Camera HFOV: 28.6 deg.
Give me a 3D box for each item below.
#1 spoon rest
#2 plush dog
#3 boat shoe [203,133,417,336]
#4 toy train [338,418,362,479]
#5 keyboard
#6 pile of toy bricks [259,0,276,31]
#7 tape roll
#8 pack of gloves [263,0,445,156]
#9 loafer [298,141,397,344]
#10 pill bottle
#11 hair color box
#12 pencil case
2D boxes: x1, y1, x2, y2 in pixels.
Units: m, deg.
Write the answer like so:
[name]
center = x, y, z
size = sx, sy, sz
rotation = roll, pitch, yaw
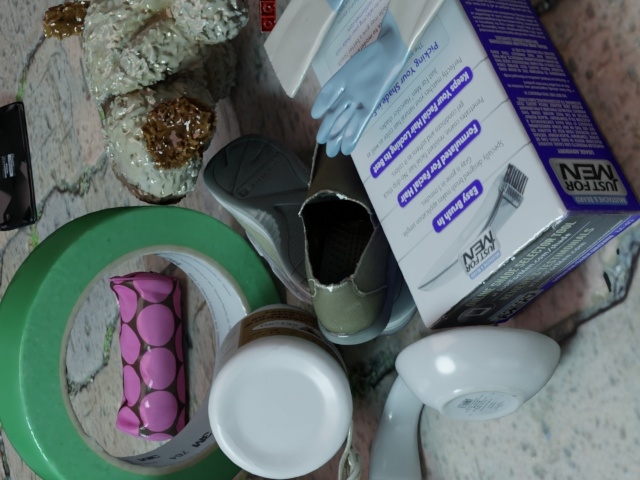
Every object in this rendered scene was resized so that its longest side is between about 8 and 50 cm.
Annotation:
[spoon rest]
center = 0.111, 0.135, 1.122
size = 0.276, 0.137, 0.084
rotation = 123, 149, -53
[plush dog]
center = -0.179, -0.151, 1.327
size = 0.262, 0.210, 0.225
rotation = 120, 143, -72
[boat shoe]
center = -0.003, 0.001, 1.273
size = 0.320, 0.118, 0.103
rotation = 36, 164, 42
[toy train]
center = 0.060, 0.304, 1.160
size = 0.143, 0.105, 0.248
rotation = 18, 104, 24
[keyboard]
center = -0.474, -0.111, 1.930
size = 0.100, 0.038, 0.192
rotation = -11, 82, 29
[pile of toy bricks]
center = -0.021, -0.311, 1.281
size = 0.105, 0.118, 0.212
rotation = -105, 14, -71
[tape roll]
center = -0.183, 0.123, 1.325
size = 0.077, 0.321, 0.321
rotation = 0, 93, 51
[pack of gloves]
center = 0.046, -0.197, 1.081
size = 0.232, 0.046, 0.195
rotation = -56, 39, 32
[loafer]
center = 0.032, -0.031, 1.154
size = 0.094, 0.087, 0.251
rotation = -8, 56, 13
[pill bottle]
center = -0.039, 0.134, 1.227
size = 0.229, 0.131, 0.131
rotation = -102, 16, -81
[hair color box]
center = 0.117, -0.114, 1.098
size = 0.185, 0.110, 0.339
rotation = -45, 57, 42
[pencil case]
center = -0.218, 0.143, 1.561
size = 0.098, 0.095, 0.209
rotation = -1, 92, 21
